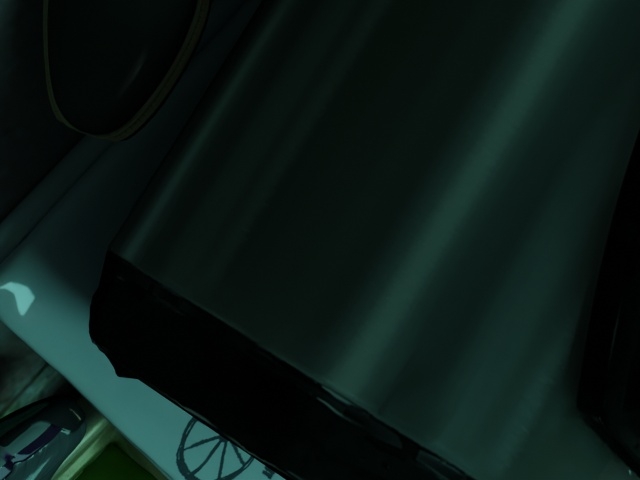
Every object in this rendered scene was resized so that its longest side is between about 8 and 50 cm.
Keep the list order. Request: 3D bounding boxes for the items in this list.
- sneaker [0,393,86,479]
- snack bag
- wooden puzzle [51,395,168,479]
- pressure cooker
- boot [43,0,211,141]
[{"bbox_3d":[-0.193,0.178,0.911,0.224,0.098,0.083,-41,-171,-13],"label":"sneaker"},{"bbox_3d":[0.000,0.000,1.015,0.323,0.037,0.342,-50,136,-13],"label":"snack bag"},{"bbox_3d":[-0.072,0.168,1.136,0.322,0.080,0.348,-46,152,-18],"label":"wooden puzzle"},{"bbox_3d":[0.134,-0.043,0.833,0.420,0.375,0.370,-58,167,-5],"label":"pressure cooker"},{"bbox_3d":[-0.084,-0.132,0.726,0.137,0.077,0.197,-55,161,-77],"label":"boot"}]
